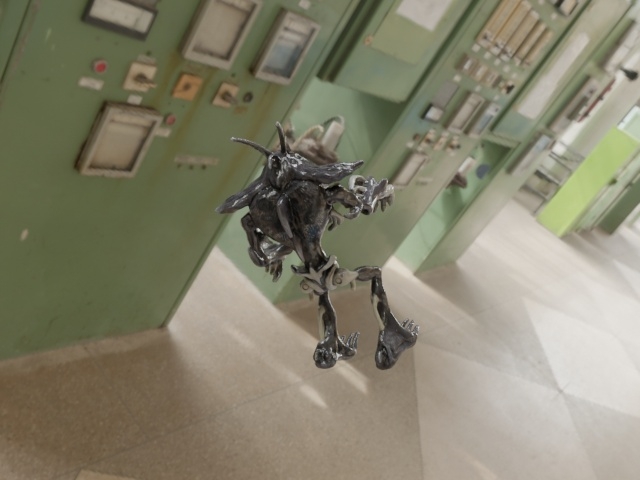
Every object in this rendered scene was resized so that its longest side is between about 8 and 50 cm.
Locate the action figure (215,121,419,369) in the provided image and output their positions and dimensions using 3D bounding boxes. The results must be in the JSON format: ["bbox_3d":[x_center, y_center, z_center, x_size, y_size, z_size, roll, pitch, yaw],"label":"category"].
[{"bbox_3d":[0.000,0.000,0.643,0.141,0.164,0.276,-69,139,-64],"label":"action figure"}]
